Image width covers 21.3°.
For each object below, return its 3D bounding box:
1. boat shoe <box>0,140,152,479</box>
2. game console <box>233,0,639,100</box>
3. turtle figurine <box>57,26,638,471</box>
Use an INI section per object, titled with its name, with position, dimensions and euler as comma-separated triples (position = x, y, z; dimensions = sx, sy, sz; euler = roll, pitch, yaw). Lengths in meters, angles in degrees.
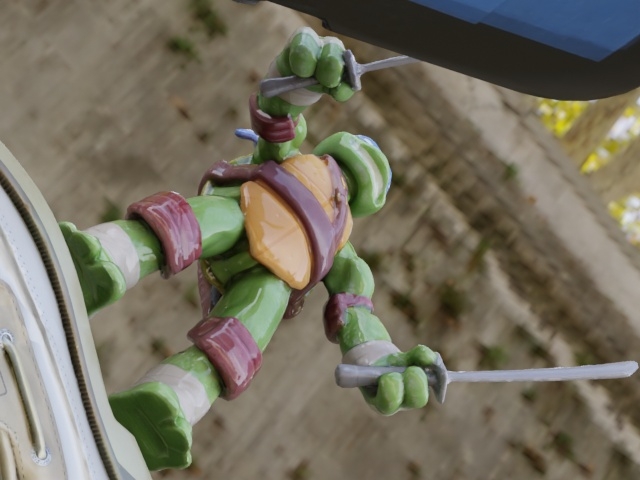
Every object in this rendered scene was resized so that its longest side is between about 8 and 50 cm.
[boat shoe]
position = -0.164, 0.059, 0.739
dimensions = 0.113, 0.103, 0.302
euler = -27, -87, 33
[game console]
position = 0.020, -0.062, 0.310
dimensions = 0.173, 0.250, 0.293
euler = 43, -32, -6
[turtle figurine]
position = 0.000, 0.000, 0.908
dimensions = 0.275, 0.266, 0.197
euler = 25, -50, 31
